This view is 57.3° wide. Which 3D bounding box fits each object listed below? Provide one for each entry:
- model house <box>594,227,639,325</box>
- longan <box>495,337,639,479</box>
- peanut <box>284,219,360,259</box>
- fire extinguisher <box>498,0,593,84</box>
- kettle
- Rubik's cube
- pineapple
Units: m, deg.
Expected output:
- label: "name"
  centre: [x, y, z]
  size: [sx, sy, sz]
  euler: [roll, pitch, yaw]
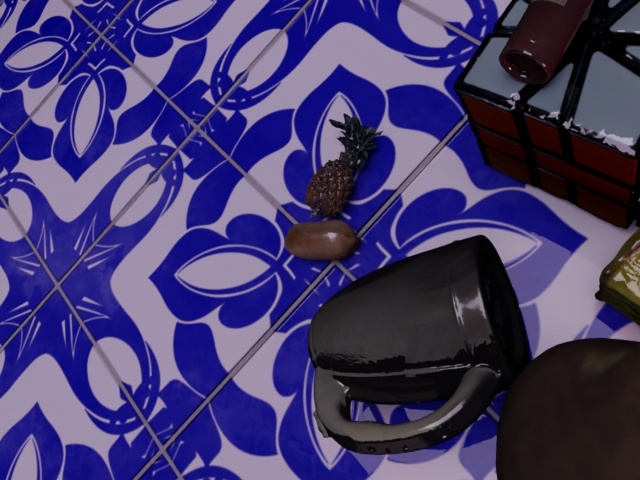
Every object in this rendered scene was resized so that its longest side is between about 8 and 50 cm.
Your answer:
- label: "model house"
  centre: [0.528, 0.075, 0.783]
  size: [0.193, 0.175, 0.234]
  euler: [-44, 58, 4]
- label: "longan"
  centre: [0.387, 0.279, 0.657]
  size: [0.336, 0.404, 0.404]
  euler: [-29, 58, -22]
- label: "peanut"
  centre: [0.000, 0.000, 1.106]
  size: [0.152, 0.076, 0.076]
  euler: [-1, 72, 22]
- label: "fire extinguisher"
  centre: [0.307, -0.318, 0.764]
  size: [0.099, 0.071, 0.231]
  euler: [19, 78, 59]
- label: "kettle"
  centre: [0.124, 0.173, 0.889]
  size: [0.324, 0.228, 0.320]
  euler: [-18, 39, 27]
- label: "Rubik's cube"
  centre: [0.415, -0.225, 0.875]
  size: [0.294, 0.283, 0.288]
  euler: [36, 88, 29]
- label: "pineapple"
  centre: [0.032, -0.139, 1.131]
  size: [0.103, 0.083, 0.221]
  euler: [23, 81, 28]
